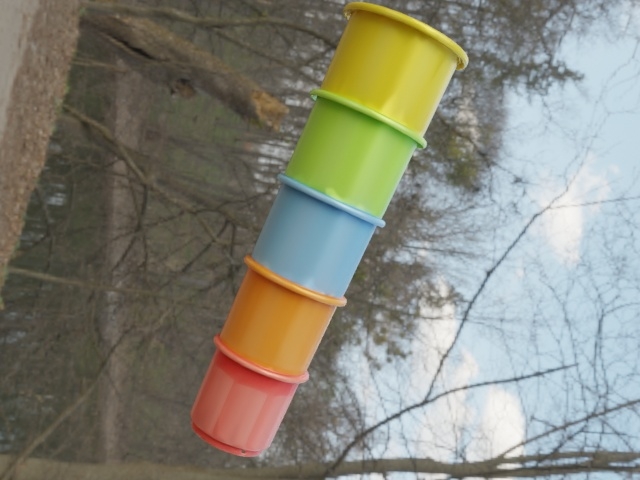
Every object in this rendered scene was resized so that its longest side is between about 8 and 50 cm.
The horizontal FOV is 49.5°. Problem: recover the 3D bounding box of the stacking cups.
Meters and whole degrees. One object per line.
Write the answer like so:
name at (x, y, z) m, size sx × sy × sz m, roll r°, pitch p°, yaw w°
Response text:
stacking cups at (0.000, 0.000, 0.499) m, size 0.096 × 0.096 × 0.316 m, roll -133°, pitch -115°, yaw -74°
